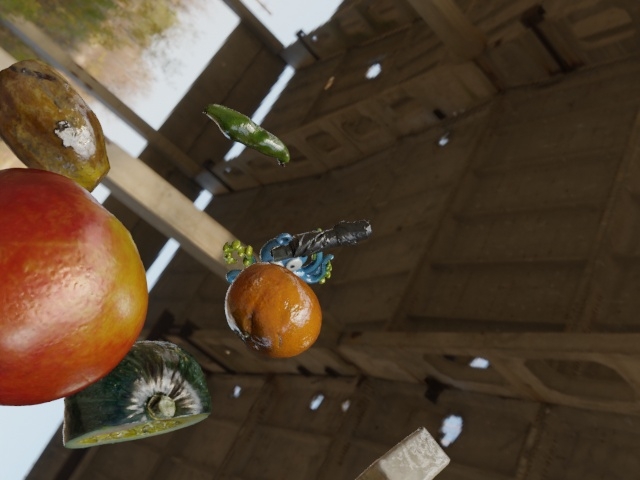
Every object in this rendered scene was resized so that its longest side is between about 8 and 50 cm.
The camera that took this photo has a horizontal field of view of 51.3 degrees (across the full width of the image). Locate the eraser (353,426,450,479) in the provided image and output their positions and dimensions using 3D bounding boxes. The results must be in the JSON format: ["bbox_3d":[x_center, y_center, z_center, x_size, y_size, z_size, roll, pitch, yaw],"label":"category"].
[{"bbox_3d":[0.078,0.458,1.168,0.144,0.078,0.343,-19,153,-45],"label":"eraser"}]

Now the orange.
[{"bbox_3d":[-0.105,0.155,1.449,0.170,0.224,0.224,-45,-160,-27],"label":"orange"}]

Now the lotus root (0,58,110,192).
[{"bbox_3d":[-0.537,-0.229,1.356,0.193,0.291,0.193,-31,-169,7],"label":"lotus root"}]

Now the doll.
[{"bbox_3d":[-0.133,0.099,2.103,0.099,0.345,0.341,-94,-174,-48],"label":"doll"}]

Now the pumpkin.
[{"bbox_3d":[-0.390,0.309,1.411,0.263,0.292,0.197,-30,-113,43],"label":"pumpkin"}]

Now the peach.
[{"bbox_3d":[-0.472,0.076,1.023,0.388,0.388,0.388,-38,-153,23],"label":"peach"}]

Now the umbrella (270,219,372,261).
[{"bbox_3d":[0.000,0.000,1.511,0.235,0.059,0.066,-15,177,-6],"label":"umbrella"}]

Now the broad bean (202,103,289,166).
[{"bbox_3d":[-0.130,-0.198,1.265,0.061,0.195,0.046,-18,-134,51],"label":"broad bean"}]
